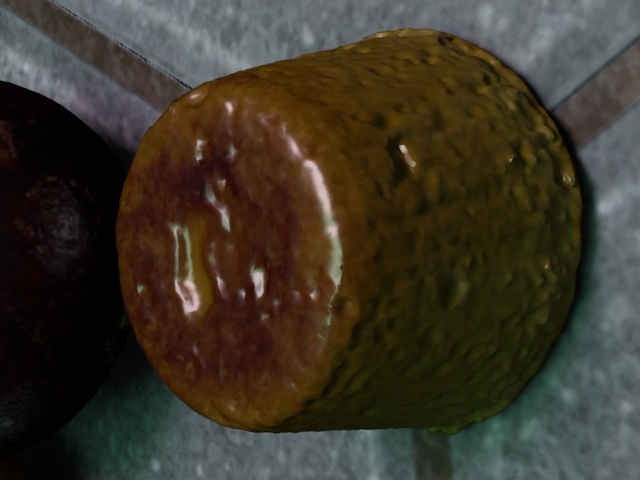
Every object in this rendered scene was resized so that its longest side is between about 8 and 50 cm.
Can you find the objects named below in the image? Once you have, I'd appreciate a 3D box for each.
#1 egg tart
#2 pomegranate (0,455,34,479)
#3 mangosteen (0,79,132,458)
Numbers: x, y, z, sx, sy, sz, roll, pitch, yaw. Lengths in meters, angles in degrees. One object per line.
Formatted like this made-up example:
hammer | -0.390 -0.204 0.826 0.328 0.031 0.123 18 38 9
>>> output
egg tart | 0.000 0.000 0.540 0.203 0.147 0.202 6 98 43
pomegranate | -0.282 0.236 0.730 0.229 0.252 0.270 -61 21 18
mangosteen | -0.236 0.007 0.669 0.235 0.261 0.235 -11 72 36
